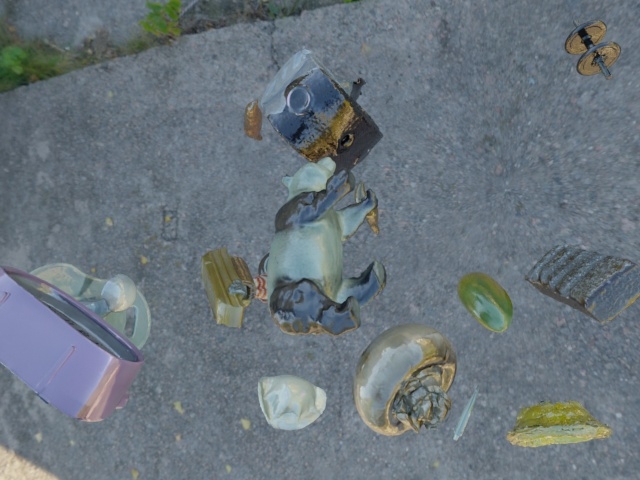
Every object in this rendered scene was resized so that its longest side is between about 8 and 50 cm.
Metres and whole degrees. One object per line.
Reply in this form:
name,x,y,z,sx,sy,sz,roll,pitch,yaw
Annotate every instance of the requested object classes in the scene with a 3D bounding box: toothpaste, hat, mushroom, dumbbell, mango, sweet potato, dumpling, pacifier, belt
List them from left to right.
pacifier,-0.246,0.078,0.474,0.116,0.150,0.127,-28,46,32
sweet potato,-0.217,-0.392,1.394,0.066,0.314,0.072,-12,83,-11
hat,-0.221,0.158,1.480,0.112,0.162,0.094,46,107,26
dumpling,-0.099,0.558,1.482,0.251,0.179,0.131,17,127,-17
belt,0.017,-0.229,0.777,0.164,0.289,0.184,-42,81,16
sweet potato,0.165,-0.090,1.449,0.059,0.250,0.069,-33,44,-1
mushroom,0.169,0.266,0.816,0.178,0.226,0.227,26,109,52
toothpaste,0.472,0.561,1.398,0.029,0.048,0.197,24,101,26
mango,0.380,0.140,0.996,0.130,0.195,0.092,32,112,-16
dumbbell,0.475,-0.337,0.757,0.069,0.069,0.147,-20,60,24

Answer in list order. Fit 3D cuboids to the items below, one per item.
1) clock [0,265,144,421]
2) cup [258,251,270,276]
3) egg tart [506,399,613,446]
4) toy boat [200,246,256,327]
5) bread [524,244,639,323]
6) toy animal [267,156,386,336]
clock,-0.220,0.086,0.374,0.152,0.110,0.050,33,77,10
cup,-0.131,0.152,1.648,0.223,0.169,0.177,38,153,17
egg tart,0.741,0.577,1.365,0.314,0.315,0.120,-16,57,24
toy boat,-0.225,0.104,1.074,0.310,0.115,0.090,-136,51,-58
bread,0.748,0.111,1.254,0.113,0.416,0.165,42,97,1
toy animal,0.000,0.000,0.478,0.121,0.093,0.225,-13,65,29
